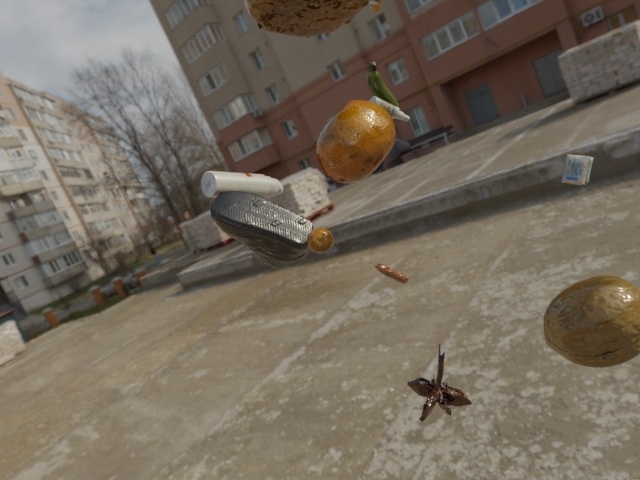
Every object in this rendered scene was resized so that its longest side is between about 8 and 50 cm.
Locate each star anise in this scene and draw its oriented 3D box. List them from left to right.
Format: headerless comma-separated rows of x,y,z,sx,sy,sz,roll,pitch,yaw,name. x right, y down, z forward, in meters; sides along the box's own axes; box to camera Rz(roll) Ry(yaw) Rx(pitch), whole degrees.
0.312,0.376,1.261,0.158,0.144,0.140,-6,29,-12,star anise

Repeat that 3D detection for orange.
0.000,0.000,1.499,0.083,0.083,0.070,-25,3,-3,orange
0.082,-0.249,1.203,0.224,0.170,0.224,-46,12,13,orange

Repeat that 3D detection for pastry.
-0.033,-0.615,1.106,0.316,0.184,0.284,-11,-9,20,pastry

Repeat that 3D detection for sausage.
0.260,0.121,1.728,0.042,0.158,0.036,-10,61,51,sausage

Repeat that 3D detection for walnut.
0.910,0.273,1.588,0.333,0.332,0.333,-24,9,4,walnut

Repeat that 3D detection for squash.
0.275,-0.672,2.155,0.080,0.318,0.071,-28,49,17,squash

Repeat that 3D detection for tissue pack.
0.835,-0.229,1.556,0.074,0.094,0.059,16,13,42,tissue pack

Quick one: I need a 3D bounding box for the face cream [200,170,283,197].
-0.293,-0.212,1.851,0.102,0.101,0.346,-17,-8,39,face cream

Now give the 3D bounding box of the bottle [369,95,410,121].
0.316,-0.584,2.157,0.217,0.060,0.060,15,-13,-30,bottle

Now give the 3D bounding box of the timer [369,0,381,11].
0.245,-1.061,2.047,0.132,0.152,0.132,7,22,-3,timer

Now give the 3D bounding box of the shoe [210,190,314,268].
-0.220,-0.032,1.770,0.237,0.384,0.171,115,173,-59,shoe
